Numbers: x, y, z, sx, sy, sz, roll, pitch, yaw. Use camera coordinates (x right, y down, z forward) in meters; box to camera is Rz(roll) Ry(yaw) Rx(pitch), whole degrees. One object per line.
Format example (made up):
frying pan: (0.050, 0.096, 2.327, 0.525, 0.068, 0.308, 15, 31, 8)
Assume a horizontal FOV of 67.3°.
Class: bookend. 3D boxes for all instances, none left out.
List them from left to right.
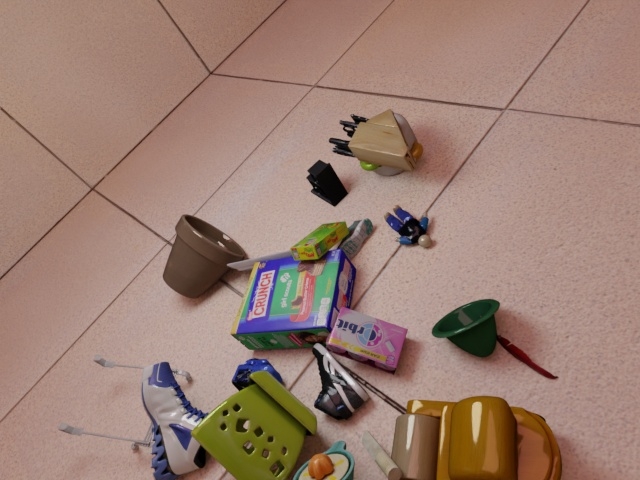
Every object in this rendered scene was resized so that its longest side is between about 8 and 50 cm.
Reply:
bookend: (-0.001, -0.219, 1.699, 0.072, 0.157, 0.156, -44, 43, -9)

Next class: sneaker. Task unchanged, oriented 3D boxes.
sneaker: (-0.368, 0.483, 1.315, 0.182, 0.127, 0.316, -15, 76, 1)
sneaker: (0.013, 0.364, 1.229, 0.121, 0.079, 0.217, -43, 44, -9)
sneaker: (0.096, -0.002, 1.527, 0.166, 0.065, 0.076, -48, 27, -17)

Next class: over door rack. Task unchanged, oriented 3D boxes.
over door rack: (-0.577, 0.495, 1.463, 0.324, 0.108, 0.240, 6, 55, 12)

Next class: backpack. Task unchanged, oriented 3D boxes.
backpack: (-0.166, 0.378, 1.323, 0.120, 0.098, 0.101, -5, 47, 31)

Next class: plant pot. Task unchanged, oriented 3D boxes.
plant pot: (-0.434, 0.070, 1.689, 0.229, 0.263, 0.263, -54, 42, 5)
plant pot: (-0.139, 0.441, 1.113, 0.227, 0.228, 0.207, 39, 67, 8)

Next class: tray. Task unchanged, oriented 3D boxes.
tray: (-0.159, 0.067, 1.587, 0.270, 0.145, 0.030, -13, 82, 24)

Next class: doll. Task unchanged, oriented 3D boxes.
doll: (0.270, -0.041, 1.444, 0.129, 0.046, 0.189, -38, 42, 0)

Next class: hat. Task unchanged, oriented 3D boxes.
hat: (0.384, 0.256, 1.122, 0.173, 0.184, 0.208, -30, 0, -2)

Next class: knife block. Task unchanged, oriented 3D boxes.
knife block: (0.150, -0.294, 1.528, 0.242, 0.088, 0.276, -27, 54, 18)

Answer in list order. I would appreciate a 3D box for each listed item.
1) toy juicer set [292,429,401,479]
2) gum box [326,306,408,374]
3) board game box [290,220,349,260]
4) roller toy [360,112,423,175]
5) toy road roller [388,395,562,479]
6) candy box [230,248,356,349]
toy juicer set: (0.029, 0.464, 0.928, 0.329, 0.090, 0.209, -27, 7, -33)
gum box: (0.114, 0.251, 1.220, 0.188, 0.062, 0.107, 17, 61, 12)
board game box: (0.000, 0.000, 1.450, 0.092, 0.043, 0.181, -5, 22, 38)
roller toy: (0.233, -0.327, 1.647, 0.209, 0.146, 0.191, -22, 55, 20)
toy road roller: (0.272, 0.395, 0.909, 0.329, 0.241, 0.203, -7, 49, 29)
candy box: (-0.075, 0.177, 1.421, 0.317, 0.122, 0.268, -11, 46, 27)
